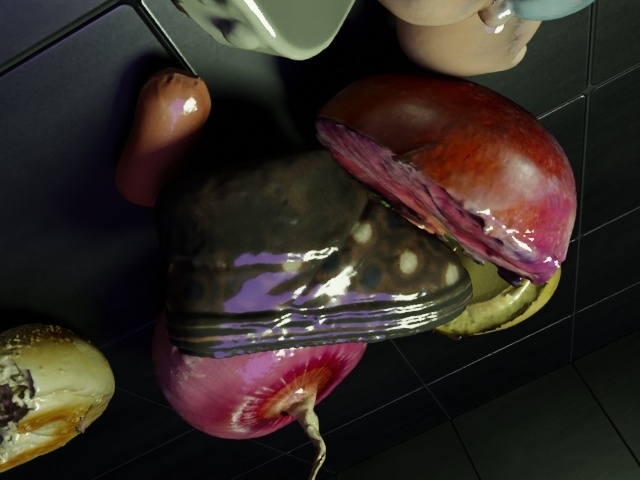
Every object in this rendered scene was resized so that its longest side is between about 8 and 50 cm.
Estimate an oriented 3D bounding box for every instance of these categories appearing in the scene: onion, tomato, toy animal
[{"bbox_3d":[-0.069,0.175,0.916,0.358,0.345,0.358,-46,175,-6],"label":"onion"},{"bbox_3d":[0.162,-0.104,0.671,0.176,0.335,0.290,-55,143,2],"label":"tomato"},{"bbox_3d":[0.137,-0.277,0.537,0.209,0.230,0.221,-57,-176,1],"label":"toy animal"}]

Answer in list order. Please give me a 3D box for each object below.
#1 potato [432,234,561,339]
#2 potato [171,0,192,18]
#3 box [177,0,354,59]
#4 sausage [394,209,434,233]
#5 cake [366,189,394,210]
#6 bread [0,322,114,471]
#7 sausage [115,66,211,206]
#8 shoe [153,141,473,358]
[{"bbox_3d":[0.331,0.069,1.091,0.243,0.242,0.285,16,123,-43],"label":"potato"},{"bbox_3d":[-0.049,-0.247,0.572,0.198,0.054,0.119,-3,143,-27],"label":"potato"},{"bbox_3d":[-0.030,-0.331,0.262,0.367,0.091,0.372,40,72,-53],"label":"box"},{"bbox_3d":[0.133,-0.023,0.968,0.154,0.062,0.062,-16,145,-11],"label":"sausage"},{"bbox_3d":[-0.004,-0.043,0.831,0.236,0.099,0.100,9,132,-37],"label":"cake"},{"bbox_3d":[-0.425,0.224,0.878,0.192,0.171,0.314,-12,152,-39],"label":"bread"},{"bbox_3d":[-0.183,-0.113,0.653,0.077,0.077,0.194,3,137,-33],"label":"sausage"},{"bbox_3d":[0.000,0.000,0.691,0.385,0.236,0.171,-4,-174,-16],"label":"shoe"}]
